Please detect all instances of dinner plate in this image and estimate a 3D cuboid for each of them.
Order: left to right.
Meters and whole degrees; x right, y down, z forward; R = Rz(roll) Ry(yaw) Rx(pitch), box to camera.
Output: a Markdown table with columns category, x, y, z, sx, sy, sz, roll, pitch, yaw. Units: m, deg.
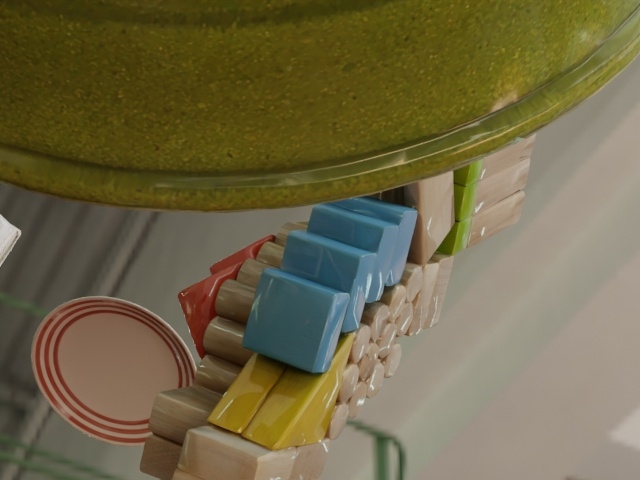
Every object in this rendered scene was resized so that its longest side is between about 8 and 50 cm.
| category | x | y | z | sx | sy | sz | roll | pitch | yaw |
| --- | --- | --- | --- | --- | --- | --- | --- | --- | --- |
| dinner plate | -0.162 | 0.103 | 1.423 | 0.141 | 0.017 | 0.141 | 8 | -59 | 13 |

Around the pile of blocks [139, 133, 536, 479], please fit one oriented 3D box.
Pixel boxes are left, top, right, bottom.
| category | x | y | z | sx | sy | sz | roll | pitch | yaw |
| --- | --- | --- | --- | --- | --- | --- | --- | --- | --- |
| pile of blocks | 0.000 | 0.000 | 0.958 | 0.112 | 0.362 | 0.149 | 18 | -45 | 23 |

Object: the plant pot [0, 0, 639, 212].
| category | x | y | z | sx | sy | sz | roll | pitch | yaw |
| --- | --- | --- | --- | --- | --- | --- | --- | --- | --- |
| plant pot | -0.039 | -0.261 | 0.546 | 0.366 | 0.366 | 0.353 | -1 | -40 | 0 |

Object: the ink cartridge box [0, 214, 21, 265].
| category | x | y | z | sx | sy | sz | roll | pitch | yaw |
| --- | --- | --- | --- | --- | --- | --- | --- | --- | --- |
| ink cartridge box | -0.516 | -0.004 | 1.761 | 0.279 | 0.160 | 0.384 | 43 | -33 | -22 |
